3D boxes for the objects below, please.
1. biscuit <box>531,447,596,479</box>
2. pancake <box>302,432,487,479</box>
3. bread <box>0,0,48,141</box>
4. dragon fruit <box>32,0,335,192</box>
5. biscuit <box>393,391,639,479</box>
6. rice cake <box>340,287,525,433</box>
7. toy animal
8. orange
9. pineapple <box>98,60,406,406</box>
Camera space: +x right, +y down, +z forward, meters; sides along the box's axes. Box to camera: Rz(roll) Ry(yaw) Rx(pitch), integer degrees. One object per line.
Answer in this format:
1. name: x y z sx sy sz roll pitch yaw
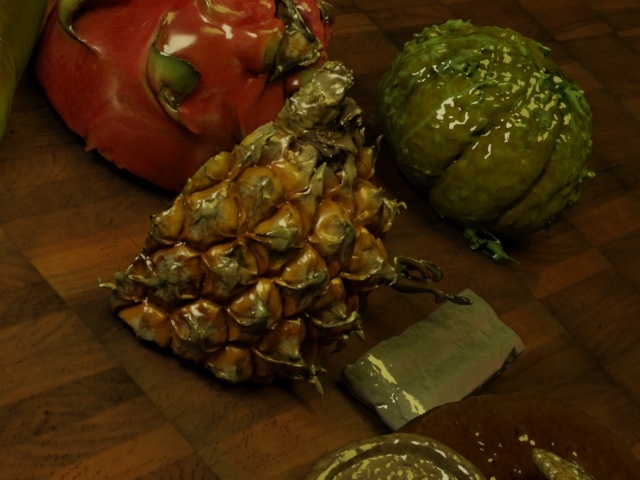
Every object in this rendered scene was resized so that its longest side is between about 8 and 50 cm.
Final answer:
1. biscuit: 0.287 0.261 1.800 0.220 0.033 0.220 34 2 -2
2. pancake: 0.065 0.253 1.695 0.199 0.021 0.199 2 53 -3
3. bread: -0.356 -0.226 1.908 0.166 0.112 0.383 31 29 -17
4. dragon fruit: -0.130 -0.208 2.015 0.305 0.226 0.305 28 32 -19
5. biscuit: 0.217 0.303 1.854 0.394 0.070 0.350 6 50 -45
6. rice cake: 0.126 0.130 2.030 0.106 0.050 0.298 45 28 11
7. toy animal: 0.058 0.036 2.052 0.220 0.086 0.069 19 49 8
8. orange: 0.218 -0.147 2.383 0.300 0.223 0.301 44 26 -3
9. pineapple: 0.002 -0.003 1.822 0.209 0.286 0.344 45 29 13
